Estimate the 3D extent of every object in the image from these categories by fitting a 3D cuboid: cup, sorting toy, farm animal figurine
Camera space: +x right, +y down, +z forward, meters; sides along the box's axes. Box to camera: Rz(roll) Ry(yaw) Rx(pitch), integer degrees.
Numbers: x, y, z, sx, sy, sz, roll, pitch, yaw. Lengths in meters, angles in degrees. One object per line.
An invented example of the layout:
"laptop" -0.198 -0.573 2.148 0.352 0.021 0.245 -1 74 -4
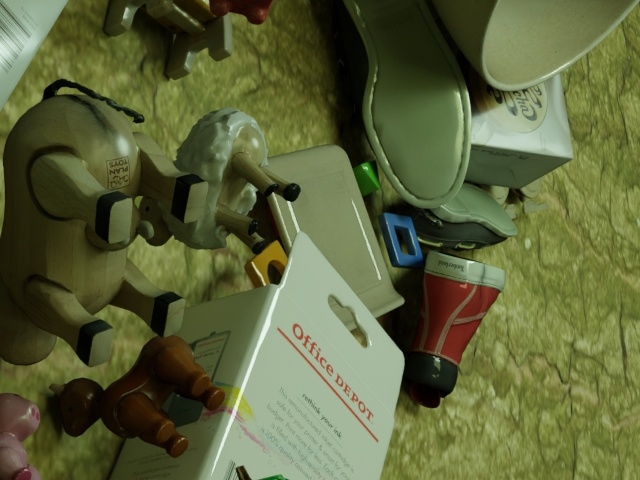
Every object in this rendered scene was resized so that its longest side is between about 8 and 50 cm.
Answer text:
"cup" 0.229 -0.372 1.523 0.237 0.331 0.331 47 23 25
"sorting toy" 0.000 0.000 1.394 0.348 0.047 0.196 -20 86 -60
"farm animal figurine" -0.206 0.036 0.937 0.330 0.172 0.326 2 116 -56

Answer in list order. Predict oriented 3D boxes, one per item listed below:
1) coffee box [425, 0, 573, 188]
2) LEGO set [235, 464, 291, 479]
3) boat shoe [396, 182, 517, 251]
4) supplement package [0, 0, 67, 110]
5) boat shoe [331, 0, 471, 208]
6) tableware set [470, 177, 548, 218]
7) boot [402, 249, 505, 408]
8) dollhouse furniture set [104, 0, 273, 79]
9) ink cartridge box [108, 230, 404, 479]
"coffee box" 0.203 -0.229 1.687 0.168 0.119 0.297 6 69 -29
"LEGO set" -0.142 0.299 0.900 0.331 0.192 0.255 -22 86 -30
"boat shoe" 0.168 -0.025 1.643 0.228 0.069 0.081 12 39 -55
"supplement package" -0.309 -0.172 0.904 0.204 0.145 0.262 51 39 -31
"boat shoe" 0.084 -0.197 1.551 0.113 0.127 0.340 129 -60 -82
"tableware set" 0.248 -0.093 1.818 0.194 0.039 0.128 -10 92 -55
"boot" 0.150 0.105 1.560 0.244 0.088 0.176 6 98 -74
"dollhouse furniture set" -0.166 -0.316 1.134 0.374 0.201 0.152 34 50 -45
"ink cartridge box" -0.053 0.186 1.159 0.207 0.119 0.353 51 40 -30
